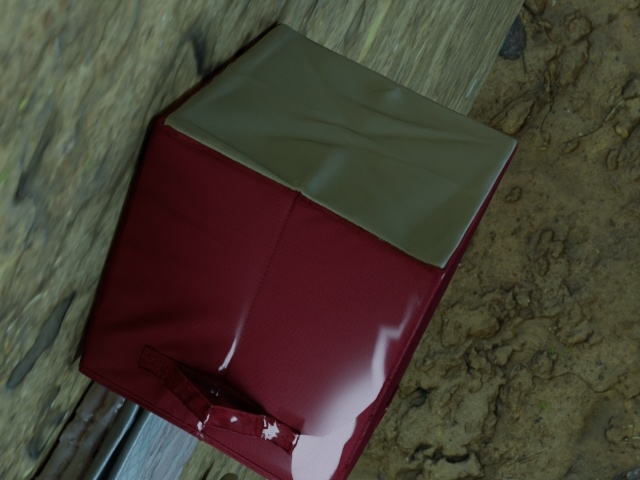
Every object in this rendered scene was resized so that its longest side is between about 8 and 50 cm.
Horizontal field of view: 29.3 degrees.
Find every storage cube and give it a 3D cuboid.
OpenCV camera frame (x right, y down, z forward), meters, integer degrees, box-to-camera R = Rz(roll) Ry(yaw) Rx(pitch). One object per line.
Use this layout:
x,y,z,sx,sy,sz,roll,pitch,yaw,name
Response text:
-0.011,0.010,0.771,0.215,0.183,0.193,-51,167,-56,storage cube

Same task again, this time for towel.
-0.178,0.222,0.950,0.332,0.053,0.317,-59,173,-12,towel

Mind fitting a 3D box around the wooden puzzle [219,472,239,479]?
-0.208,0.443,1.653,0.239,0.044,0.221,-60,175,28,wooden puzzle
